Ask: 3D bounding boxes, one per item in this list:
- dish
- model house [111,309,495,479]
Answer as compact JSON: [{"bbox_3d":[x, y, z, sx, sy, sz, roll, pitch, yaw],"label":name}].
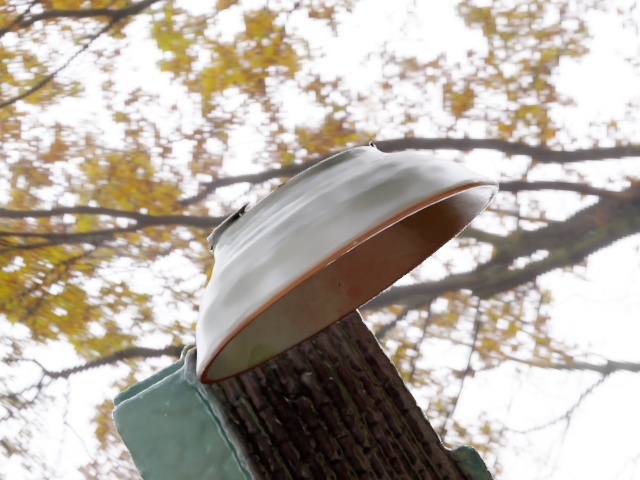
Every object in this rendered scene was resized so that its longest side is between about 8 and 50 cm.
[{"bbox_3d":[0.000,0.000,1.003,0.260,0.260,0.085,-30,-101,-22],"label":"dish"},{"bbox_3d":[-0.002,0.197,1.170,0.249,0.280,0.230,-30,-27,-3],"label":"model house"}]
